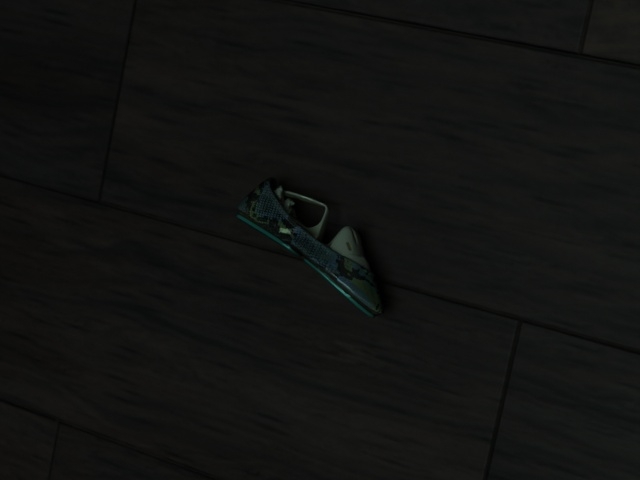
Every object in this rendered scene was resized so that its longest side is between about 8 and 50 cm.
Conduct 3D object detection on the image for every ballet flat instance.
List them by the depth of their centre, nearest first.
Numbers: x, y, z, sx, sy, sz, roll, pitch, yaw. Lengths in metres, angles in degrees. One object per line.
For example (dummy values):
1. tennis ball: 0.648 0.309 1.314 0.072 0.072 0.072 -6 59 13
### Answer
1. ballet flat: 0.000 0.000 1.416 0.188 0.070 0.070 36 107 19
